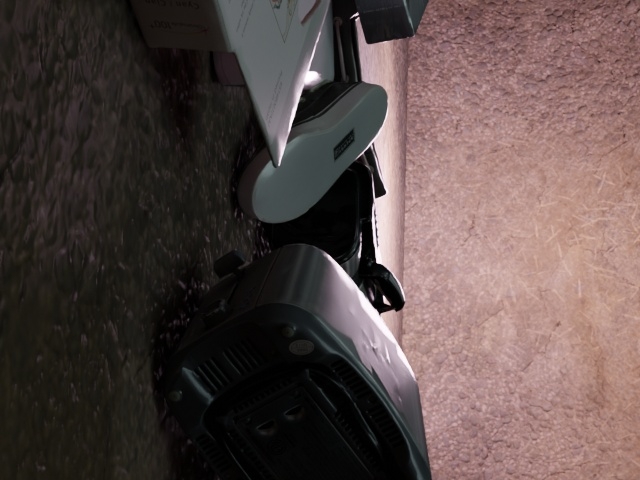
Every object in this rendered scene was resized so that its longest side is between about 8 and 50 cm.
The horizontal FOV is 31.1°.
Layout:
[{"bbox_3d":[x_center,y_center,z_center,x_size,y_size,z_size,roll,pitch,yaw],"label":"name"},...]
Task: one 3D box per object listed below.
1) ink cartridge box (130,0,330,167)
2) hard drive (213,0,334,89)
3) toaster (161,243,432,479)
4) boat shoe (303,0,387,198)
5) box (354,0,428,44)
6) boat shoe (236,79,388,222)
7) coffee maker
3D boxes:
[{"bbox_3d":[-0.046,-0.241,0.768,0.261,0.066,0.296,75,26,-57],"label":"ink cartridge box"},{"bbox_3d":[-0.037,-0.252,1.032,0.353,0.047,0.232,-35,124,-79],"label":"hard drive"},{"bbox_3d":[-0.004,0.110,0.805,0.227,0.129,0.146,53,18,-19],"label":"toaster"},{"bbox_3d":[0.025,-0.204,1.272,0.112,0.096,0.335,-50,139,-77],"label":"boat shoe"},{"bbox_3d":[0.073,-0.342,1.249,0.231,0.056,0.183,-67,144,-56],"label":"box"},{"bbox_3d":[-0.020,-0.084,1.031,0.219,0.070,0.077,-41,139,-47],"label":"boat shoe"},{"bbox_3d":[0.000,0.000,1.127,0.178,0.120,0.171,80,-12,-54],"label":"coffee maker"}]
